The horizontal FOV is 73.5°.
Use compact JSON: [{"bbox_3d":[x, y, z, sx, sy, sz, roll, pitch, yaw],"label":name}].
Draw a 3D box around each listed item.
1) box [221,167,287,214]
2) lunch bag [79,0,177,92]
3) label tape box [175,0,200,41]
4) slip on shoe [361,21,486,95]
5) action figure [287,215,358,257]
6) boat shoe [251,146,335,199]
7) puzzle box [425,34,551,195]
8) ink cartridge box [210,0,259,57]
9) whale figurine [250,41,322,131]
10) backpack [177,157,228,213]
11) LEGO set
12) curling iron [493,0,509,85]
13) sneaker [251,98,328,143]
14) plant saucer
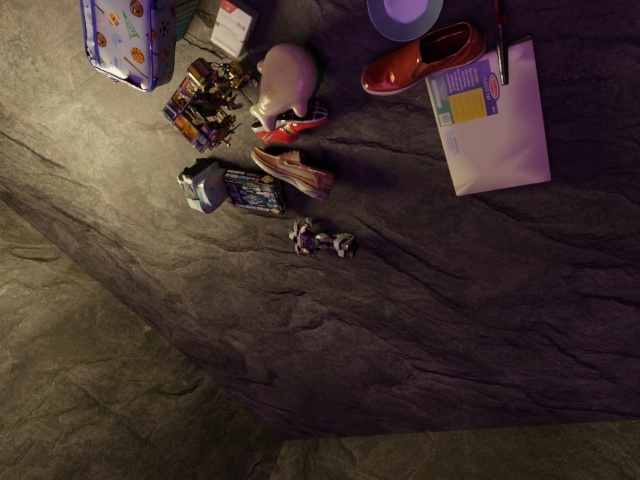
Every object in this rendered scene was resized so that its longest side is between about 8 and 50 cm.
[{"bbox_3d":[-0.248,-0.184,1.632,0.220,0.051,0.175,11,148,16],"label":"box"},{"bbox_3d":[-0.491,-0.538,1.078,0.243,0.115,0.304,27,133,4],"label":"lunch bag"},{"bbox_3d":[-0.421,-0.677,1.172,0.106,0.241,0.333,43,132,-13],"label":"label tape box"},{"bbox_3d":[0.253,-0.475,1.115,0.331,0.123,0.101,-9,169,29],"label":"slip on shoe"},{"bbox_3d":[0.000,0.000,1.687,0.284,0.099,0.185,13,140,19],"label":"action figure"},{"bbox_3d":[-0.091,-0.257,1.499,0.324,0.123,0.117,29,102,10],"label":"boat shoe"},{"bbox_3d":[0.478,-0.327,1.209,0.271,0.052,0.409,-7,126,29],"label":"puzzle box"},{"bbox_3d":[-0.253,-0.630,1.265,0.099,0.056,0.135,33,134,-6],"label":"ink cartridge box"},{"bbox_3d":[-0.102,-0.455,1.283,0.216,0.141,0.272,49,129,7],"label":"whale figurine"},{"bbox_3d":[-0.436,-0.200,1.650,0.144,0.166,0.189,21,138,19],"label":"backpack"},{"bbox_3d":[-0.294,-0.397,1.291,0.255,0.331,0.192,-42,96,18],"label":"LEGO set"},{"bbox_3d":[0.421,-0.514,1.037,0.068,0.035,0.274,-14,107,20],"label":"curling iron"},{"bbox_3d":[-0.089,-0.380,1.405,0.278,0.108,0.118,-2,147,29],"label":"sneaker"},{"bbox_3d":[0.215,-0.608,1.077,0.194,0.037,0.195,14,126,21],"label":"plant saucer"}]
